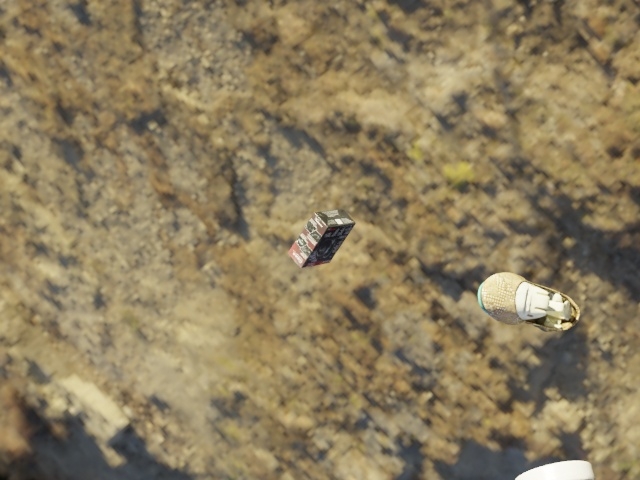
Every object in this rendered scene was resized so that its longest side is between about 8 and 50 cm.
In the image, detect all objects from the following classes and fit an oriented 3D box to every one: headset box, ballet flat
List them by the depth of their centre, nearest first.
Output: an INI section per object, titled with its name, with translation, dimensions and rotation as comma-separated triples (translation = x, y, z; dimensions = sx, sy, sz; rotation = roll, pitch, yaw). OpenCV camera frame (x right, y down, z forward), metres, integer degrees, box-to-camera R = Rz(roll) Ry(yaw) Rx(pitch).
[headset box]
translation = 0.000, 0.000, 1.576
dimensions = 0.032, 0.062, 0.083
rotation = 49, 124, 24
[ballet flat]
translation = 0.291, 0.084, 1.603
dimensions = 0.067, 0.206, 0.073
rotation = -1, 82, 38

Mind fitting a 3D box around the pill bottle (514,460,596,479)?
[pill bottle]
translation = 0.386, 0.482, 1.802
dimensions = 0.153, 0.153, 0.264
rotation = 115, 148, -60
